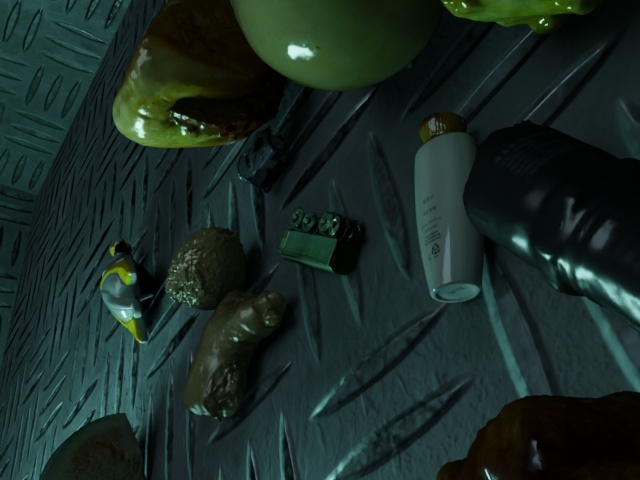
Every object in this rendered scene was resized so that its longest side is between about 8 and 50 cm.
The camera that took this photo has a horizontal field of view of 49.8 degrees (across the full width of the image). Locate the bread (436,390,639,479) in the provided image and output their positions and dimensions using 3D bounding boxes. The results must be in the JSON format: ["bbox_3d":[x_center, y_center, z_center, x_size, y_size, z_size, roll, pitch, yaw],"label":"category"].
[{"bbox_3d":[0.139,0.205,0.367,0.232,0.135,0.247,-161,86,-73],"label":"bread"}]

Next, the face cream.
[{"bbox_3d":[0.118,-0.034,0.634,0.072,0.051,0.182,-36,45,47],"label":"face cream"}]

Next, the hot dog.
[{"bbox_3d":[-0.154,-0.284,1.068,0.185,0.223,0.405,-45,24,43],"label":"hot dog"}]

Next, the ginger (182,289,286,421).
[{"bbox_3d":[-0.120,0.135,0.919,0.137,0.074,0.213,48,119,48],"label":"ginger"}]

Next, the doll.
[{"bbox_3d":[-0.391,0.082,1.392,0.146,0.103,0.316,-69,23,10],"label":"doll"}]

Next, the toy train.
[{"bbox_3d":[0.000,0.000,0.832,0.148,0.038,0.071,11,85,60],"label":"toy train"}]

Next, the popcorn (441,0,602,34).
[{"bbox_3d":[0.164,-0.253,0.568,0.156,0.197,0.198,122,153,-53],"label":"popcorn"}]

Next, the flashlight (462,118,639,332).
[{"bbox_3d":[0.222,0.033,0.369,0.103,0.103,0.424,-63,30,13],"label":"flashlight"}]

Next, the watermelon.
[{"bbox_3d":[-0.391,0.446,1.088,0.188,0.175,0.322,-36,42,45],"label":"watermelon"}]

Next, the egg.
[{"bbox_3d":[-0.164,0.043,1.004,0.116,0.118,0.140,-109,35,-47],"label":"egg"}]

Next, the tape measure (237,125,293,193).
[{"bbox_3d":[-0.085,-0.119,1.032,0.091,0.054,0.094,-54,34,15],"label":"tape measure"}]

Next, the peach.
[{"bbox_3d":[0.010,-0.308,0.755,0.292,0.247,0.293,26,125,46],"label":"peach"}]
